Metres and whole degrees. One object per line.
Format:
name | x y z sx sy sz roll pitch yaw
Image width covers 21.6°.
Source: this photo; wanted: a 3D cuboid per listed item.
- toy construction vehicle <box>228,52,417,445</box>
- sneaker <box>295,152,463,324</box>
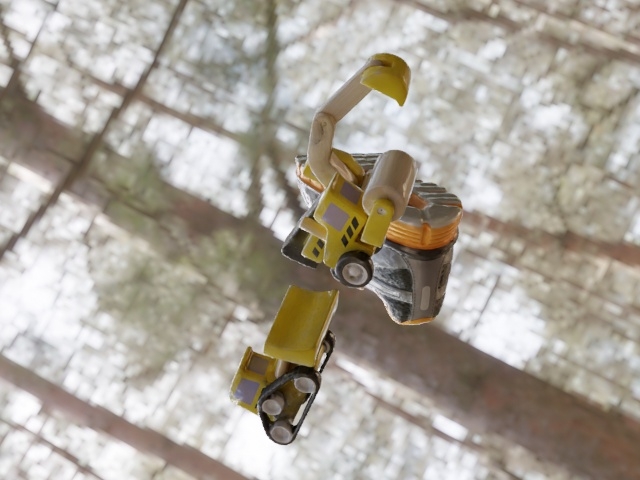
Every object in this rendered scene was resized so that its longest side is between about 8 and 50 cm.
toy construction vehicle | 0.000 0.000 0.516 0.086 0.035 0.098 -68 2 -51
sneaker | 0.034 -0.010 1.146 0.215 0.084 0.083 -128 35 -68
